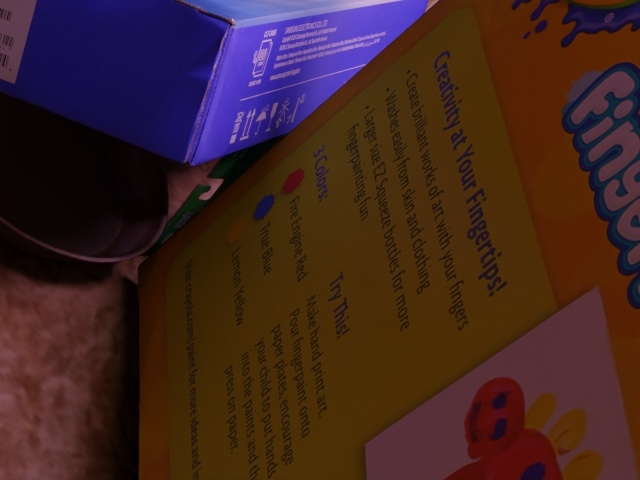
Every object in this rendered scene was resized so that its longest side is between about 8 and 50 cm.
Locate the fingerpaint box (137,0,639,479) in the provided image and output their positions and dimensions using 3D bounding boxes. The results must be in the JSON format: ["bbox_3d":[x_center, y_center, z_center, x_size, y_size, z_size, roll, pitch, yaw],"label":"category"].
[{"bbox_3d":[0.101,0.081,0.749,0.163,0.371,0.445,36,26,-29],"label":"fingerpaint box"}]

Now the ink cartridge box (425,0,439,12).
[{"bbox_3d":[0.129,-0.177,1.420,0.115,0.067,0.198,4,52,-51],"label":"ink cartridge box"}]

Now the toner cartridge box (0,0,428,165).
[{"bbox_3d":[-0.067,-0.123,0.972,0.165,0.075,0.348,23,16,13],"label":"toner cartridge box"}]

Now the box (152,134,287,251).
[{"bbox_3d":[0.000,0.000,1.012,0.179,0.105,0.043,21,27,-39],"label":"box"}]

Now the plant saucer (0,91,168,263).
[{"bbox_3d":[-0.154,-0.052,0.944,0.168,0.029,0.168,34,32,-26],"label":"plant saucer"}]
